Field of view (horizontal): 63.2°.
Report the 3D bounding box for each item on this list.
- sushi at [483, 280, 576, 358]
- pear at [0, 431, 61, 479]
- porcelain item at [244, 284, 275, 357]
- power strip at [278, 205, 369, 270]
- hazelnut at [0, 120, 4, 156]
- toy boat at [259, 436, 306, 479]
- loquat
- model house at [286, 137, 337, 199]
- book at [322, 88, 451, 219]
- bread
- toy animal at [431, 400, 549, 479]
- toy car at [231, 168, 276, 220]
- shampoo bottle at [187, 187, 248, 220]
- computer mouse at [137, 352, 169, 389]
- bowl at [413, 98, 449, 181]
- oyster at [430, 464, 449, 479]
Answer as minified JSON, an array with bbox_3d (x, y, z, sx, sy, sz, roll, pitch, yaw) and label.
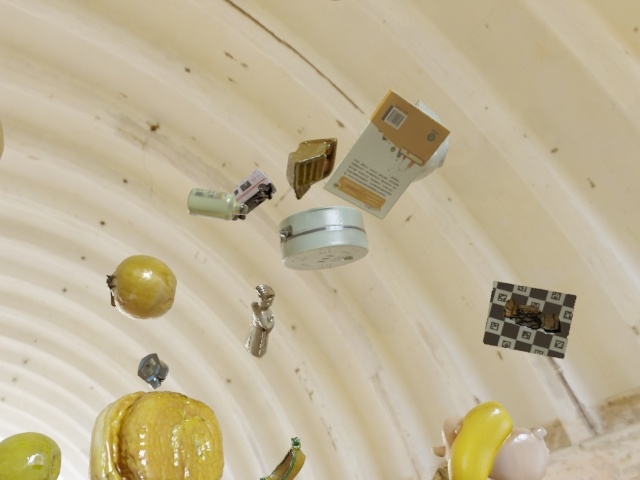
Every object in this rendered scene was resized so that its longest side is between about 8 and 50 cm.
[{"bbox_3d":[0.576,0.214,1.445,0.215,0.192,0.050,10,15,19],"label":"sushi"},{"bbox_3d":[-0.640,0.488,1.110,0.162,0.149,0.149,-10,-27,0],"label":"pear"},{"bbox_3d":[-0.143,0.188,1.260,0.054,0.084,0.213,-14,-43,-31],"label":"porcelain item"},{"bbox_3d":[0.000,0.000,1.984,0.357,0.161,0.357,-8,-16,-2],"label":"power strip"},{"bbox_3d":[-0.927,-0.273,1.300,0.241,0.261,0.261,-41,-16,-29],"label":"hazelnut"},{"bbox_3d":[-0.118,0.759,1.771,0.088,0.089,0.229,31,-75,-19],"label":"toy boat"},{"bbox_3d":[-0.622,0.164,1.812,0.244,0.244,0.244,-16,-27,-8],"label":"loquat"},{"bbox_3d":[-0.055,-0.277,2.135,0.173,0.239,0.268,17,-52,11],"label":"model house"},{"bbox_3d":[0.167,-0.207,1.323,0.208,0.020,0.295,25,-67,-29],"label":"book"},{"bbox_3d":[-0.252,0.342,0.838,0.120,0.198,0.236,-31,-38,22],"label":"bread"},{"bbox_3d":[0.545,0.645,1.698,0.345,0.278,0.247,-1,-2,-6],"label":"toy animal"},{"bbox_3d":[-0.271,-0.167,1.930,0.209,0.108,0.089,-38,-23,-1],"label":"toy car"},{"bbox_3d":[-0.280,-0.096,1.435,0.162,0.079,0.079,10,-29,3],"label":"shampoo bottle"},{"bbox_3d":[-0.463,0.370,1.463,0.079,0.135,0.047,-52,-48,-10],"label":"computer mouse"},{"bbox_3d":[0.369,-0.327,1.834,0.146,0.313,0.313,13,-30,2],"label":"bowl"},{"bbox_3d":[0.427,0.916,1.692,0.100,0.271,0.275,-33,8,49],"label":"oyster"}]
